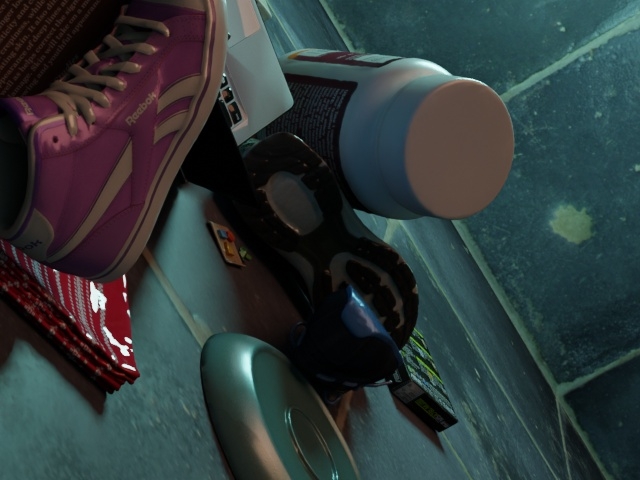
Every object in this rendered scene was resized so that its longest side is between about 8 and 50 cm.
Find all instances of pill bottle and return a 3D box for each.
[{"bbox_3d":[0.078,-0.150,1.971,0.392,0.224,0.224,18,-31,56],"label":"pill bottle"}]

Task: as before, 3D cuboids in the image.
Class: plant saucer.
[{"bbox_3d":[-0.023,0.230,1.496,0.317,0.044,0.317,55,13,-19],"label":"plant saucer"}]

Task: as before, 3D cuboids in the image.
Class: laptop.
[{"bbox_3d":[-0.118,-0.274,1.616,0.408,0.236,0.382,-41,116,-49],"label":"laptop"}]

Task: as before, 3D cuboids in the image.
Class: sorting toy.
[{"bbox_3d":[-0.110,0.005,1.737,0.062,0.012,0.083,63,13,14],"label":"sorting toy"}]

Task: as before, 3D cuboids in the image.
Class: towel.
[{"bbox_3d":[-0.247,-0.012,1.175,0.275,0.031,0.199,51,14,-37],"label":"towel"}]

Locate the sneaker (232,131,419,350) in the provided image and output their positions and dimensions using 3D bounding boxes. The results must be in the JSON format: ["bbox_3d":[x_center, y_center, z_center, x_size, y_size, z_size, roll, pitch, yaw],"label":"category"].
[{"bbox_3d":[0.000,0.000,1.939,0.410,0.158,0.182,59,-5,-28],"label":"sneaker"}]

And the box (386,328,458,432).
[{"bbox_3d":[0.141,0.195,2.245,0.191,0.045,0.184,44,18,-50],"label":"box"}]

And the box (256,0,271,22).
[{"bbox_3d":[-0.187,-0.428,2.170,0.148,0.127,0.232,46,18,-47],"label":"box"}]

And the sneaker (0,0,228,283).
[{"bbox_3d":[-0.173,-0.115,1.102,0.161,0.102,0.282,29,76,-52],"label":"sneaker"}]

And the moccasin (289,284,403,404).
[{"bbox_3d":[0.018,0.124,1.727,0.137,0.117,0.342,53,-1,16],"label":"moccasin"}]

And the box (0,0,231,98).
[{"bbox_3d":[-0.256,-0.216,1.164,0.143,0.191,0.381,38,-2,30],"label":"box"}]
